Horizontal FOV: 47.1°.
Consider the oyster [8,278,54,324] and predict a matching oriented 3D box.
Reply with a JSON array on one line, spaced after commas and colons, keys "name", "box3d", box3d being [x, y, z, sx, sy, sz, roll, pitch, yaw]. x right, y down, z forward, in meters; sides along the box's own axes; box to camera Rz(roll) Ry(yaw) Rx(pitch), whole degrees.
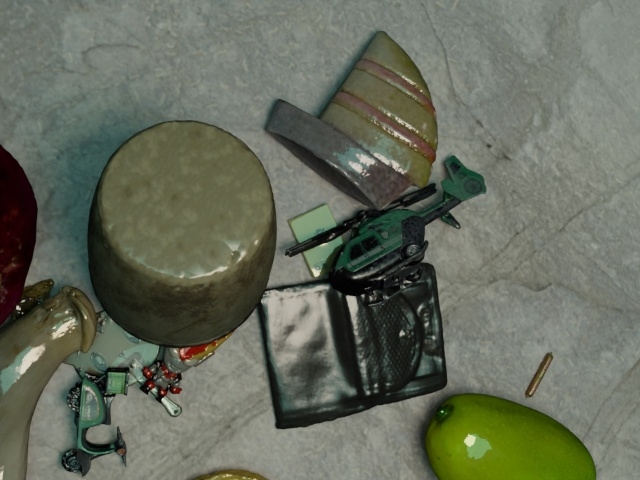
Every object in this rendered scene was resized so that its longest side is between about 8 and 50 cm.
[{"name": "oyster", "box3d": [-0.459, 0.099, 1.158, 0.051, 0.034, 0.093, 19, 79, -20]}]

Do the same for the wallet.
[{"name": "wallet", "box3d": [0.064, 0.181, 1.277, 0.322, 0.041, 0.247, -9, 92, -10]}]

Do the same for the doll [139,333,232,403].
[{"name": "doll", "box3d": [-0.228, 0.182, 1.199, 0.109, 0.057, 0.169, 38, 83, -18]}]

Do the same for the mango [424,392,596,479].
[{"name": "mango", "box3d": [0.338, 0.384, 1.281, 0.342, 0.156, 0.193, 20, 84, -14]}]

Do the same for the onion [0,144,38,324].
[{"name": "onion", "box3d": [-0.601, -0.021, 1.014, 0.385, 0.348, 0.348, 22, 81, 23]}]

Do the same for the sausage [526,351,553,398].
[{"name": "sausage", "box3d": [0.412, 0.253, 1.377, 0.015, 0.015, 0.100, 34, 80, -10]}]

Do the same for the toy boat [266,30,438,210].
[{"name": "toy boat", "box3d": [0.087, -0.197, 1.255, 0.293, 0.111, 0.276, -38, 80, -9]}]

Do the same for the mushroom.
[{"name": "mushroom", "box3d": [-0.467, 0.250, 1.096, 0.177, 0.126, 0.397, 17, 82, 0]}]

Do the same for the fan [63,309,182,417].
[{"name": "fan", "box3d": [-0.310, 0.207, 1.202, 0.152, 0.008, 0.227, -42, 97, -12]}]

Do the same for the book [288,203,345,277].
[{"name": "book", "box3d": [0.000, 0.000, 1.281, 0.077, 0.014, 0.111, -24, 89, -9]}]

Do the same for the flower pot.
[{"name": "flower pot", "box3d": [-0.194, -0.015, 1.054, 0.293, 0.330, 0.294, 4, 72, -12]}]

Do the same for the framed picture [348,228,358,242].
[{"name": "framed picture", "box3d": [0.091, 0.046, 1.308, 0.109, 0.011, 0.149, 21, 82, -13]}]

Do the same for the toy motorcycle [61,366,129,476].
[{"name": "toy motorcycle", "box3d": [-0.353, 0.288, 1.161, 0.100, 0.058, 0.173, 5, 90, -13]}]

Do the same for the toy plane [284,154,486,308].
[{"name": "toy plane", "box3d": [0.136, -0.014, 1.259, 0.381, 0.106, 0.155, -31, 63, -13]}]

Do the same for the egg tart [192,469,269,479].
[{"name": "egg tart", "box3d": [-0.152, 0.518, 1.169, 0.293, 0.123, 0.294, 1, 87, -16]}]
